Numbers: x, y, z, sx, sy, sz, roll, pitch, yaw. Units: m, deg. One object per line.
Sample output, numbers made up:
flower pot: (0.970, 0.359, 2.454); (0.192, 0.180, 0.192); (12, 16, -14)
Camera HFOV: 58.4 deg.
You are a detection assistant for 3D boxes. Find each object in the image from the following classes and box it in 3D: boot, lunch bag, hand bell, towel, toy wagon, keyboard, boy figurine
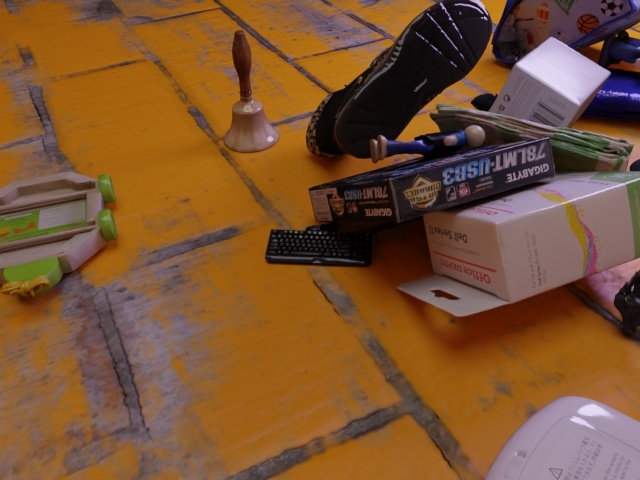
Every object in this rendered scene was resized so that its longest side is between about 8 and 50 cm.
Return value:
boot: (0.387, -0.303, 1.320); (0.121, 0.045, 0.099); (-17, 43, -27)
lunch bag: (0.664, -0.607, 1.461); (0.328, 0.385, 0.239); (-26, 89, -27)
hand bell: (-0.160, -0.323, 1.219); (0.126, 0.242, 0.126); (-1, 40, 1)
towel: (0.372, -0.156, 1.032); (0.325, 0.248, 0.038); (19, 85, 25)
towel: (0.700, -0.336, 1.330); (0.308, 0.076, 0.227); (12, 35, 17)
boot: (0.131, -0.296, 1.109); (0.377, 0.138, 0.284); (-50, 15, -9)
toy wagon: (-0.494, -0.008, 0.995); (0.267, 0.068, 0.344); (-13, 41, -12)
keyboard: (0.000, 0.000, 0.993); (0.180, 0.023, 0.108); (3, 40, 5)
boy figurine: (0.789, -0.405, 1.283); (0.177, 0.092, 0.285); (-25, 42, -33)

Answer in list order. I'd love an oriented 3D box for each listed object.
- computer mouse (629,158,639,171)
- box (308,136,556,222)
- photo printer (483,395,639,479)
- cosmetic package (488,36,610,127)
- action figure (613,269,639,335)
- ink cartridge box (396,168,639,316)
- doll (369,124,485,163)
computer mouse: (0.720, -0.121, 1.086); (0.242, 0.041, 0.071); (12, 41, 16)
box: (0.168, -0.097, 0.947); (0.295, 0.073, 0.293); (-18, 11, -22)
photo printer: (0.306, 0.303, 0.544); (0.307, 0.107, 0.256); (25, 47, 30)
cosmetic package: (0.472, -0.299, 1.199); (0.151, 0.151, 0.184); (39, 52, 15)
action figure: (0.538, 0.113, 0.739); (0.164, 0.141, 0.276); (-22, 41, -39)
ink cartridge box: (0.297, -0.010, 0.856); (0.353, 0.119, 0.207); (-17, 13, -16)
doll: (0.182, -0.158, 0.936); (0.189, 0.046, 0.129); (-8, 2, -12)
